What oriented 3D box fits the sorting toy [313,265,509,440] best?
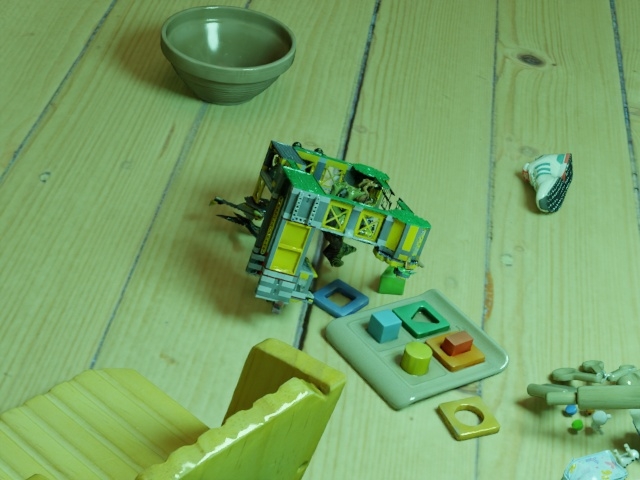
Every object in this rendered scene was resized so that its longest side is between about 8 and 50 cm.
[{"bbox_3d":[0.134,0.135,1.738,0.196,0.047,0.347,-17,43,-31],"label":"sorting toy"}]

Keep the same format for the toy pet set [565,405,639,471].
[{"bbox_3d":[0.392,0.250,1.642,0.114,0.065,0.122,-27,32,11],"label":"toy pet set"}]

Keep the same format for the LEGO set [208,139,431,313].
[{"bbox_3d":[0.000,0.000,1.825,0.255,0.192,0.331,13,17,-25],"label":"LEGO set"}]

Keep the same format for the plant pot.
[{"bbox_3d":[-0.164,-0.313,2.243,0.237,0.110,0.237,5,37,-4],"label":"plant pot"}]

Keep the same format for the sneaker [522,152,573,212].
[{"bbox_3d":[0.366,-0.095,2.110,0.075,0.057,0.161,5,33,24],"label":"sneaker"}]

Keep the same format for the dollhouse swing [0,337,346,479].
[{"bbox_3d":[-0.222,0.203,1.388,0.347,0.315,0.305,-27,61,-39],"label":"dollhouse swing"}]

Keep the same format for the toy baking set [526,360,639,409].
[{"bbox_3d":[0.401,0.178,1.660,0.256,0.030,0.197,-2,11,20],"label":"toy baking set"}]

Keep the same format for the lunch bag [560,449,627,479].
[{"bbox_3d":[0.315,0.295,1.532,0.083,0.071,0.053,-11,41,-25],"label":"lunch bag"}]
